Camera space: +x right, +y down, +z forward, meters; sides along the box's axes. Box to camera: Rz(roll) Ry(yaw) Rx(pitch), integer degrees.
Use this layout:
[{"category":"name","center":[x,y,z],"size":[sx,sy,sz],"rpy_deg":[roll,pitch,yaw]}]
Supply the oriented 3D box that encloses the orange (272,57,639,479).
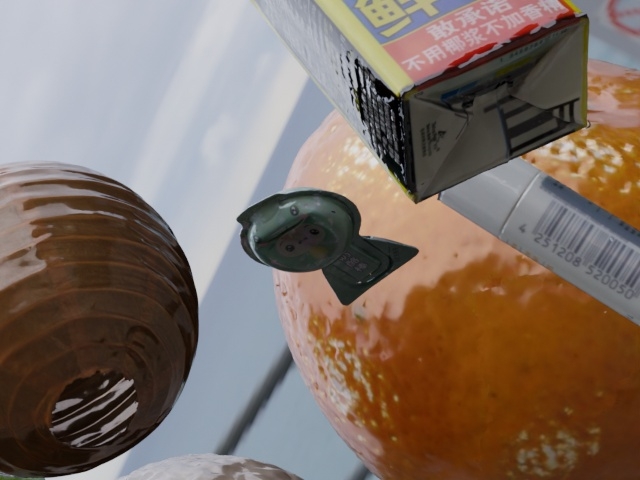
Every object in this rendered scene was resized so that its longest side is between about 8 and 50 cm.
[{"category":"orange","center":[0.170,0.041,1.179],"size":[0.424,0.424,0.326],"rpy_deg":[-72,-8,-66]}]

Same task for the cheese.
[{"category":"cheese","center":[0.000,0.000,0.882],"size":[0.067,0.120,0.026],"rpy_deg":[-36,50,24]}]

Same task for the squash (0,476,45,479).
[{"category":"squash","center":[-0.357,0.195,1.192],"size":[0.203,0.288,0.111],"rpy_deg":[-16,63,60]}]

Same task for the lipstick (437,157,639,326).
[{"category":"lipstick","center":[0.125,0.001,0.743],"size":[0.040,0.141,0.040],"rpy_deg":[-55,-11,-16]}]

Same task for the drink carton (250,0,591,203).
[{"category":"drink carton","center":[0.021,-0.090,0.546],"size":[0.166,0.071,0.056],"rpy_deg":[55,160,42]}]

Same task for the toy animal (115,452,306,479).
[{"category":"toy animal","center":[-0.081,0.233,1.008],"size":[0.358,0.226,0.188],"rpy_deg":[-176,89,-77]}]

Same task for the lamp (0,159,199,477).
[{"category":"lamp","center":[-0.117,0.033,0.646],"size":[0.136,0.136,0.136],"rpy_deg":[-154,90,-87]}]
